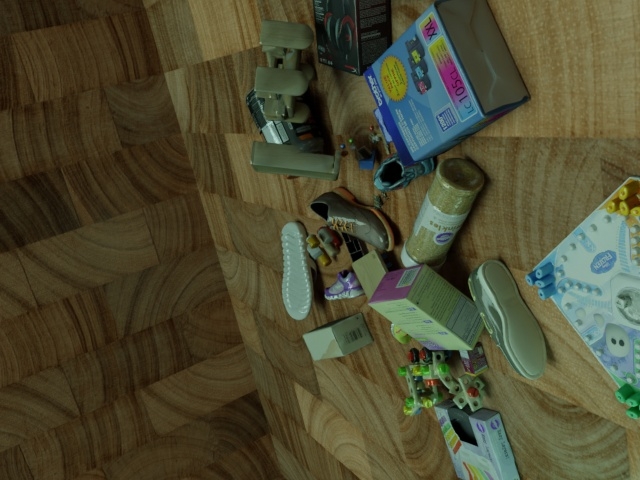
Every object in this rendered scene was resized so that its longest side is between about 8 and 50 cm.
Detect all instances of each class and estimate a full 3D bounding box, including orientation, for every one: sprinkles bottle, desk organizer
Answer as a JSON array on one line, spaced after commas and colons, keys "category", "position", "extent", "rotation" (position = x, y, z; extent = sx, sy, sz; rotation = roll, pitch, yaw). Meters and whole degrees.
[{"category": "sprinkles bottle", "position": [0.310, -0.053, 1.633], "extent": [0.121, 0.121, 0.355], "rotation": [54, 151, 28]}, {"category": "desk organizer", "position": [0.121, 0.017, 2.145], "extent": [0.047, 0.050, 0.130], "rotation": [-20, 91, 65]}]

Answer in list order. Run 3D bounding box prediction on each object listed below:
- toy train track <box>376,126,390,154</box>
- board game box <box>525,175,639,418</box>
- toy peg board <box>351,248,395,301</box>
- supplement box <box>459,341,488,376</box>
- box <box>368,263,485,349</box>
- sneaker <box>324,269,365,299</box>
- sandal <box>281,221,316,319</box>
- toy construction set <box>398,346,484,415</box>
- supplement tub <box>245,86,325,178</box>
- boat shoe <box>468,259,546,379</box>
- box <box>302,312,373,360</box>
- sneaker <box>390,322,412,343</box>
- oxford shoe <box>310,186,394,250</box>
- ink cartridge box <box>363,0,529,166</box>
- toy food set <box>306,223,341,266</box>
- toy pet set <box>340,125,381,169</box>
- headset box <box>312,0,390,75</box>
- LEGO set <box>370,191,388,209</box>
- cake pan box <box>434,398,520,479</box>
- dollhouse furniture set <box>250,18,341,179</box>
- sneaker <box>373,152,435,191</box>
[{"category": "toy train track", "position": [0.189, -0.291, 1.813], "extent": [0.048, 0.014, 0.083], "rotation": [10, 124, 53]}, {"category": "board game box", "position": [0.623, 0.132, 1.242], "extent": [0.389, 0.050, 0.390], "rotation": [58, 153, 21]}, {"category": "toy peg board", "position": [0.201, 0.113, 2.040], "extent": [0.161, 0.079, 0.161], "rotation": [64, 149, 7]}, {"category": "supplement box", "position": [0.433, 0.334, 1.773], "extent": [0.043, 0.055, 0.083], "rotation": [0, 109, 63]}, {"category": "box", "position": [0.296, 0.190, 1.731], "extent": [0.243, 0.117, 0.214], "rotation": [38, 158, -13]}, {"category": "sneaker", "position": [0.088, 0.160, 2.290], "extent": [0.236, 0.095, 0.104], "rotation": [-18, 87, 60]}, {"category": "sandal", "position": [-0.073, 0.126, 2.576], "extent": [0.170, 0.102, 0.415], "rotation": [11, 108, 44]}, {"category": "toy construction set", "position": [0.346, 0.429, 1.901], "extent": [0.328, 0.151, 0.214], "rotation": [-25, 68, 60]}, {"category": "supplement tub", "position": [-0.110, -0.380, 2.122], "extent": [0.315, 0.194, 0.194], "rotation": [66, 155, 3]}, {"category": "boat shoe", "position": [0.461, 0.199, 1.556], "extent": [0.304, 0.109, 0.091], "rotation": [69, 156, 12]}, {"category": "box", "position": [0.062, 0.380, 2.443], "extent": [0.121, 0.148, 0.311], "rotation": [66, 156, 4]}, {"category": "sneaker", "position": [0.283, 0.260, 1.983], "extent": [0.094, 0.082, 0.208], "rotation": [41, 143, 41]}, {"category": "oxford shoe", "position": [0.100, -0.052, 2.034], "extent": [0.364, 0.133, 0.129], "rotation": [37, 140, 48]}, {"category": "ink cartridge box", "position": [0.263, -0.348, 1.467], "extent": [0.269, 0.151, 0.395], "rotation": [67, 156, 3]}, {"category": "toy food set", "position": [0.000, 0.000, 2.283], "extent": [0.104, 0.111, 0.232], "rotation": [55, -177, 26]}, {"category": "toy pet set", "position": [0.129, -0.257, 1.845], "extent": [0.065, 0.122, 0.114], "rotation": [49, 165, 25]}, {"category": "headset box", "position": [0.078, -0.610, 1.663], "extent": [0.218, 0.110, 0.293], "rotation": [37, 141, 49]}, {"category": "LEGO set", "position": [0.186, -0.122, 1.950], "extent": [0.083, 0.023, 0.054], "rotation": [-15, 98, 52]}, {"category": "cake pan box", "position": [0.476, 0.622, 1.905], "extent": [0.246, 0.070, 0.266], "rotation": [-6, 104, 62]}, {"category": "dollhouse furniture set", "position": [-0.052, -0.393, 1.848], "extent": [0.362, 0.257, 0.393], "rotation": [108, 169, -88]}, {"category": "sneaker", "position": [0.198, -0.194, 1.738], "extent": [0.104, 0.125, 0.262], "rotation": [68, 155, 3]}]
